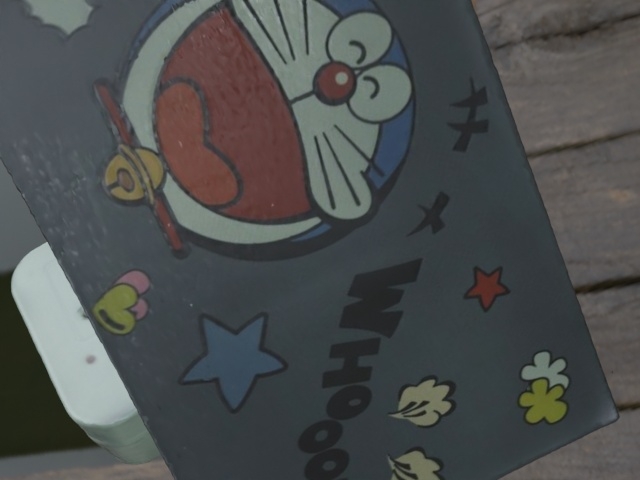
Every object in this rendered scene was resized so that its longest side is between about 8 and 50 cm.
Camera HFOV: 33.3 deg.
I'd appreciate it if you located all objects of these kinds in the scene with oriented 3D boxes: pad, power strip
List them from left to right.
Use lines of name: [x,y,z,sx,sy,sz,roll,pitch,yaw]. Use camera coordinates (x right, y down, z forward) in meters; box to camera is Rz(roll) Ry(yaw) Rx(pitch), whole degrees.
power strip: [-0.067,0.080,0.784,0.230,0.141,0.261,-32,58,-6]
pad: [0.000,0.000,0.377,0.170,0.245,0.006,-26,19,-6]
